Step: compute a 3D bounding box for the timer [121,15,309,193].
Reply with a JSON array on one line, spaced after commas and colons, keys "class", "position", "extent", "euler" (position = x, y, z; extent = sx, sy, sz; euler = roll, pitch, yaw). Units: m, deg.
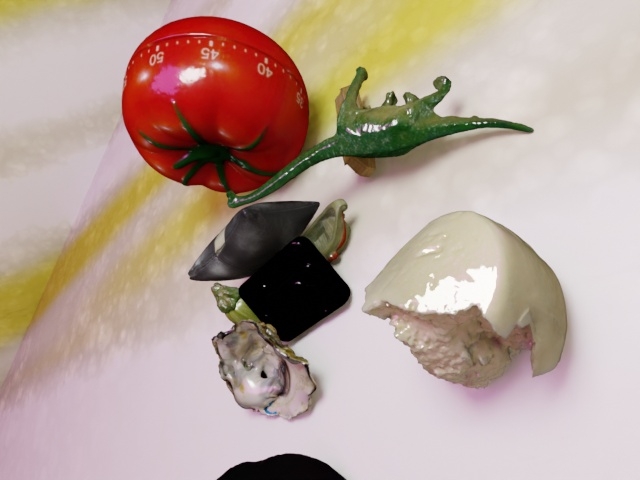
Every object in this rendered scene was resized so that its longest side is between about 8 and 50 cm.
[{"class": "timer", "position": [-0.211, -0.275, 0.936], "extent": [0.378, 0.378, 0.279], "euler": [-17, 61, 42]}]

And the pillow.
[{"class": "pillow", "position": [-0.128, 0.002, 0.862], "extent": [0.250, 0.186, 0.106], "euler": [-40, 72, 43]}]

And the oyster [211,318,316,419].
[{"class": "oyster", "position": [-0.099, 0.236, 0.811], "extent": [0.222, 0.083, 0.214], "euler": [23, 129, 24]}]

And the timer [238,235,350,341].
[{"class": "timer", "position": [-0.053, 0.096, 0.808], "extent": [0.187, 0.055, 0.144], "euler": [-40, 92, 30]}]

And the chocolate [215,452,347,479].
[{"class": "chocolate", "position": [-0.062, 0.456, 0.598], "extent": [0.283, 0.283, 0.186], "euler": [45, 124, 46]}]

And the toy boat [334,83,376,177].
[{"class": "toy boat", "position": [0.074, -0.212, 0.838], "extent": [0.064, 0.072, 0.206], "euler": [128, 142, -57]}]

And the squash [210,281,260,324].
[{"class": "squash", "position": [-0.164, 0.134, 0.903], "extent": [0.105, 0.132, 0.105], "euler": [-22, 58, 40]}]

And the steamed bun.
[{"class": "steamed bun", "position": [0.169, 0.083, 0.504], "extent": [0.200, 0.225, 0.170], "euler": [-52, 44, 16]}]

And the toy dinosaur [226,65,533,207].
[{"class": "toy dinosaur", "position": [0.066, -0.134, 0.709], "extent": [0.447, 0.087, 0.301], "euler": [19, 72, 33]}]

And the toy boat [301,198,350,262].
[{"class": "toy boat", "position": [0.000, 0.001, 0.831], "extent": [0.185, 0.071, 0.089], "euler": [-48, 45, 21]}]
